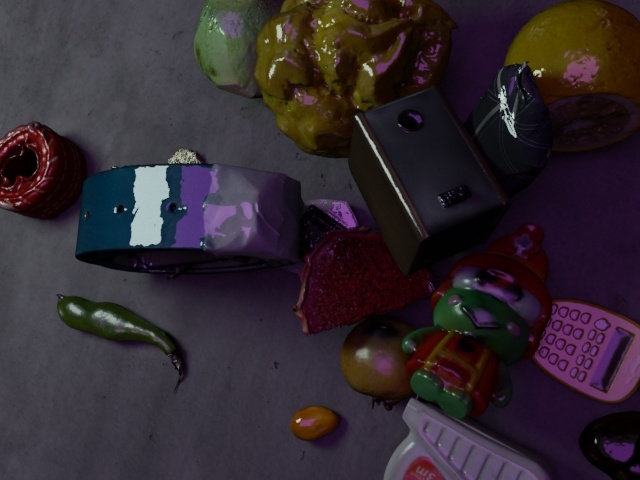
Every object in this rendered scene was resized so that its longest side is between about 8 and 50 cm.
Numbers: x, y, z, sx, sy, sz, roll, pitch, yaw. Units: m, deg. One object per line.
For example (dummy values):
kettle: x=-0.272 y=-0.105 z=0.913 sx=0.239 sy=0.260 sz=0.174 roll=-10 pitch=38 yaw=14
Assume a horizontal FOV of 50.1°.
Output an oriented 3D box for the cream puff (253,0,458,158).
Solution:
cream puff: x=0.069 y=-0.293 z=1.136 sx=0.257 sy=0.324 sz=0.291 roll=-1 pitch=87 yaw=57

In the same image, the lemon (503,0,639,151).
lemon: x=0.409 y=-0.275 z=1.093 sx=0.240 sy=0.240 sz=0.219 roll=-4 pitch=67 yaw=15

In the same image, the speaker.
speaker: x=0.159 y=-0.093 z=1.076 sx=0.153 sy=0.192 sz=0.231 roll=-22 pitch=69 yaw=-10

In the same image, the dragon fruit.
dragon fruit: x=0.054 y=0.057 z=1.166 sx=0.274 sy=0.126 sz=0.161 roll=-15 pitch=88 yaw=-24

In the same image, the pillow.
pillow: x=0.274 y=-0.148 z=1.071 sx=0.092 sy=0.335 sz=0.162 roll=-23 pitch=78 yaw=-12

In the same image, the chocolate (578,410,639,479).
chocolate: x=0.490 y=0.327 z=1.058 sx=0.148 sy=0.080 sz=0.125 roll=40 pitch=94 yaw=19

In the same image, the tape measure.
tape measure: x=0.228 y=0.400 z=1.099 sx=0.258 sy=0.130 sz=0.265 roll=25 pitch=94 yaw=21

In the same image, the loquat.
loquat: x=0.108 y=0.203 z=1.155 sx=0.163 sy=0.137 sz=0.163 roll=-1 pitch=72 yaw=3

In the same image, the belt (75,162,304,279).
belt: x=-0.234 y=-0.027 z=1.193 sx=0.436 sy=0.300 sz=0.173 roll=-8 pitch=79 yaw=31

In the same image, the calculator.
calculator: x=0.449 y=0.181 z=1.117 sx=0.235 sy=0.032 sz=0.146 roll=26 pitch=90 yaw=19

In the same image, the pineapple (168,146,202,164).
pineapple: x=-0.271 y=-0.165 z=1.382 sx=0.083 sy=0.019 sz=0.045 roll=9 pitch=87 yaw=20

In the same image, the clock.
clock: x=0.000 y=0.000 z=1.257 sx=0.198 sy=0.064 sz=0.172 roll=36 pitch=93 yaw=17

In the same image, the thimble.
thimble: x=-0.590 y=-0.138 z=1.414 sx=0.163 sy=0.125 sz=0.189 roll=39 pitch=93 yaw=15

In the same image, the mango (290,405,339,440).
mango: x=-0.010 y=0.325 z=1.221 sx=0.089 sy=0.046 sz=0.060 roll=-8 pitch=81 yaw=2

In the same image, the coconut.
coconut: x=-0.137 y=-0.369 z=1.283 sx=0.204 sy=0.236 sz=0.236 roll=-37 pitch=71 yaw=-25

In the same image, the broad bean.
broad bean: x=-0.399 y=0.179 z=1.348 sx=0.318 sy=0.056 sz=0.098 roll=29 pitch=90 yaw=16

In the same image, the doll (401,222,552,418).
doll: x=0.273 y=0.113 z=1.102 sx=0.182 sy=0.160 sz=0.363 roll=25 pitch=68 yaw=23
